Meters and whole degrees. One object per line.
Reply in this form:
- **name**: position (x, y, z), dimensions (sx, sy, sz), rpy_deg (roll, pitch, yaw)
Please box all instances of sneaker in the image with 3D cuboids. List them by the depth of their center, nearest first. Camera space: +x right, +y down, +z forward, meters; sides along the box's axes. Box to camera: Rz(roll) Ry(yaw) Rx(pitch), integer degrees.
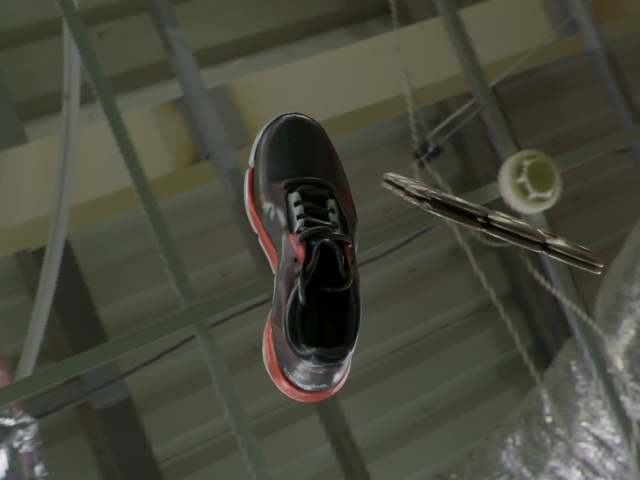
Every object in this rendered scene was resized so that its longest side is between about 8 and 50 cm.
- **sneaker**: position (0.000, 0.000, 0.604), dimensions (0.061, 0.065, 0.157), rpy_deg (-1, -110, -18)

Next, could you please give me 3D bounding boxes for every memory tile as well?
- **memory tile**: position (0.098, -0.014, 0.698), dimensions (0.113, 0.148, 0.012), rpy_deg (20, -84, -11)
